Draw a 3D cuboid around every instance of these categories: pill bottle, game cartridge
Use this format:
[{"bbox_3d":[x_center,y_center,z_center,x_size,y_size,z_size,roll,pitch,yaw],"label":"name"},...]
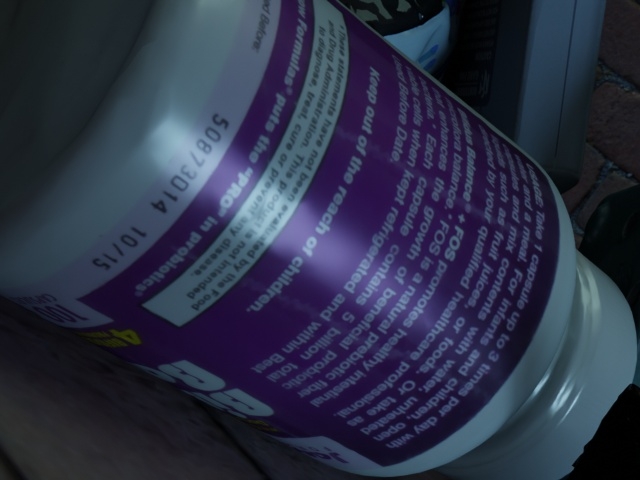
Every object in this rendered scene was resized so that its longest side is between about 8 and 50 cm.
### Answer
[{"bbox_3d":[0.000,0.000,0.554,0.301,0.169,0.169,33,9,-35],"label":"pill bottle"},{"bbox_3d":[0.100,-0.117,0.825,0.060,0.196,0.294,10,4,-13],"label":"game cartridge"}]

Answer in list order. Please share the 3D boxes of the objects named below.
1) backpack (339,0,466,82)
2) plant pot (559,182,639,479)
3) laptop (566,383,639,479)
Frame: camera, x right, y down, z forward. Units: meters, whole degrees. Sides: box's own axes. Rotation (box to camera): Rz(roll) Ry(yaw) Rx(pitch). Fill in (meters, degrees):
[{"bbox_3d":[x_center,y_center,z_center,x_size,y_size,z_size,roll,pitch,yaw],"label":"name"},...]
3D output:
[{"bbox_3d":[-0.082,-0.174,0.794,0.355,0.273,0.290,19,37,17],"label":"backpack"},{"bbox_3d":[0.253,0.081,0.695,0.252,0.248,0.247,25,-10,-6],"label":"plant pot"},{"bbox_3d":[0.212,0.176,0.570,0.234,0.136,0.264,38,-38,20],"label":"laptop"}]
